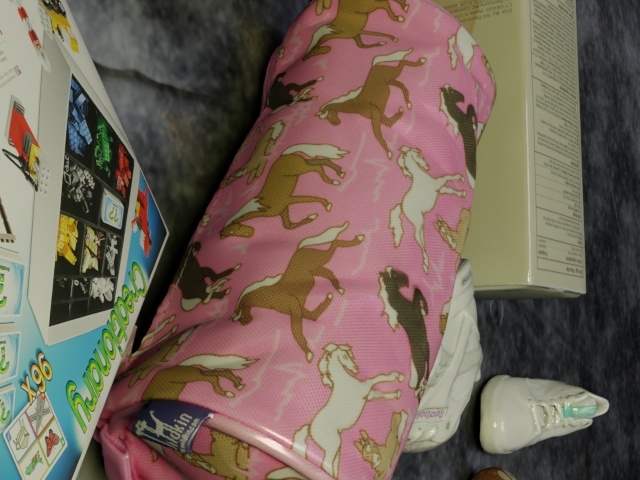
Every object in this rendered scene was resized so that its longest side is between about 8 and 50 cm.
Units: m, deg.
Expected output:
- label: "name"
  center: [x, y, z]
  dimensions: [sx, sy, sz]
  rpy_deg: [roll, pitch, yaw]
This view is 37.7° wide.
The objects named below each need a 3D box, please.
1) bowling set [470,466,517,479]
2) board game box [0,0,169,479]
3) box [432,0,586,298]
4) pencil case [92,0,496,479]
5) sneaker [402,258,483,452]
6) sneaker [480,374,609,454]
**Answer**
- label: "bowling set"
  center: [0.183, 0.300, 0.848]
  dimensions: [0.287, 0.154, 0.199]
  rpy_deg: [42, 54, -45]
- label: "board game box"
  center: [-0.141, -0.021, 0.388]
  dimensions: [0.305, 0.053, 0.192]
  rpy_deg: [-91, 162, -68]
- label: "box"
  center: [0.173, -0.101, 0.910]
  dimensions: [0.148, 0.121, 0.310]
  rpy_deg: [13, 76, -54]
- label: "pencil case"
  center: [0.000, 0.000, 0.603]
  dimensions: [0.167, 0.160, 0.386]
  rpy_deg: [44, 48, -26]
- label: "sneaker"
  center: [0.058, 0.120, 0.724]
  dimensions: [0.305, 0.114, 0.152]
  rpy_deg: [-34, 112, -51]
- label: "sneaker"
  center: [0.243, 0.180, 1.001]
  dimensions: [0.212, 0.094, 0.080]
  rpy_deg: [-2, 89, -55]
